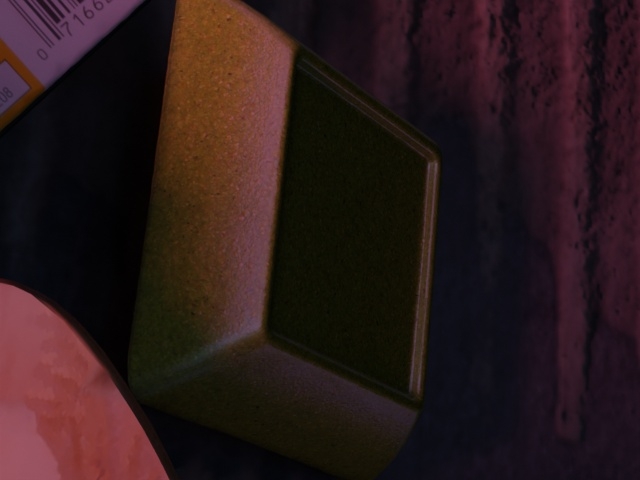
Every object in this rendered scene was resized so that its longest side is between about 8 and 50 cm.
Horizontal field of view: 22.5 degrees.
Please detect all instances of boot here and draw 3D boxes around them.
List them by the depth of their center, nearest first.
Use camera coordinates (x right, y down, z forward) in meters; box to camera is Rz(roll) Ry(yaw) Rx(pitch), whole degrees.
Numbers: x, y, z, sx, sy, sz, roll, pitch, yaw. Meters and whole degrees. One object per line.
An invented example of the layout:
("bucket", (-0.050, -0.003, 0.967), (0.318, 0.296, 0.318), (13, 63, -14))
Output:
("boot", (-0.091, 0.127, 0.557), (0.104, 0.211, 0.295), (-18, 108, -9))

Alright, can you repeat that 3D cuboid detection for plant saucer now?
("plant saucer", (0.000, 0.000, 0.717), (0.188, 0.045, 0.188), (30, 61, -51))

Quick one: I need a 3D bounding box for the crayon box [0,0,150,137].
("crayon box", (-0.222, -0.178, 0.648), (0.323, 0.083, 0.203), (49, 57, -12))
